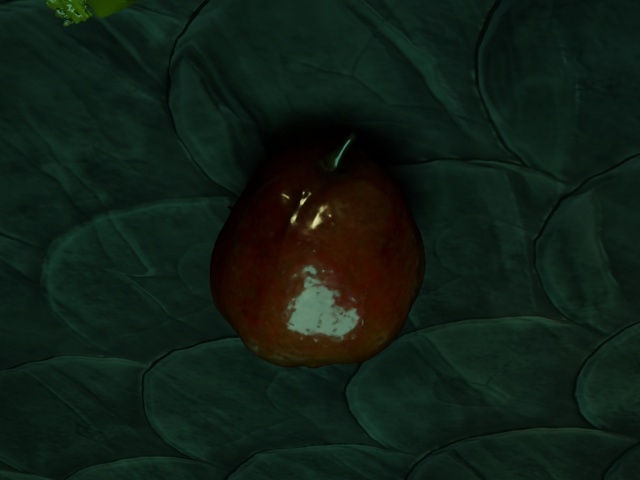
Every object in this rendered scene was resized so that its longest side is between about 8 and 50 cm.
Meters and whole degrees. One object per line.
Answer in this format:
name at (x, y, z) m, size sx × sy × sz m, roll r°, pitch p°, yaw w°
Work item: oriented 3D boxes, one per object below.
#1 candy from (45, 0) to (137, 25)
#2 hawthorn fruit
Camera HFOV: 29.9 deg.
candy at (-0.134, -0.255, 0.968) m, size 0.297 × 0.081 × 0.187 m, roll 1°, pitch 146°, yaw 26°
hawthorn fruit at (0.000, 0.000, 1.216) m, size 0.224 × 0.224 × 0.261 m, roll 4°, pitch 122°, yaw 2°
